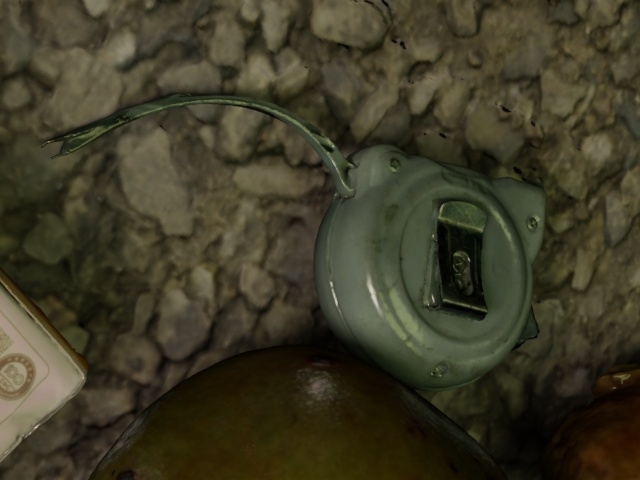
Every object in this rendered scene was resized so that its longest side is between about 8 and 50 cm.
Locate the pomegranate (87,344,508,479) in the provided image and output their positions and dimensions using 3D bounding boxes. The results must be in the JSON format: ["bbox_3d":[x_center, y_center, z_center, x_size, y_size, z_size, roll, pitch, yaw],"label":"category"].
[{"bbox_3d":[-0.001,0.230,0.828,0.291,0.323,0.290,-13,133,-14],"label":"pomegranate"}]

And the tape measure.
[{"bbox_3d":[0.001,-0.001,0.879,0.330,0.084,0.164,11,69,-33],"label":"tape measure"}]

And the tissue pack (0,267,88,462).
[{"bbox_3d":[-0.258,0.038,0.727,0.185,0.124,0.225,-44,122,-14],"label":"tissue pack"}]

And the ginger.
[{"bbox_3d":[0.283,0.168,1.084,0.321,0.172,0.165,11,135,-27],"label":"ginger"}]
